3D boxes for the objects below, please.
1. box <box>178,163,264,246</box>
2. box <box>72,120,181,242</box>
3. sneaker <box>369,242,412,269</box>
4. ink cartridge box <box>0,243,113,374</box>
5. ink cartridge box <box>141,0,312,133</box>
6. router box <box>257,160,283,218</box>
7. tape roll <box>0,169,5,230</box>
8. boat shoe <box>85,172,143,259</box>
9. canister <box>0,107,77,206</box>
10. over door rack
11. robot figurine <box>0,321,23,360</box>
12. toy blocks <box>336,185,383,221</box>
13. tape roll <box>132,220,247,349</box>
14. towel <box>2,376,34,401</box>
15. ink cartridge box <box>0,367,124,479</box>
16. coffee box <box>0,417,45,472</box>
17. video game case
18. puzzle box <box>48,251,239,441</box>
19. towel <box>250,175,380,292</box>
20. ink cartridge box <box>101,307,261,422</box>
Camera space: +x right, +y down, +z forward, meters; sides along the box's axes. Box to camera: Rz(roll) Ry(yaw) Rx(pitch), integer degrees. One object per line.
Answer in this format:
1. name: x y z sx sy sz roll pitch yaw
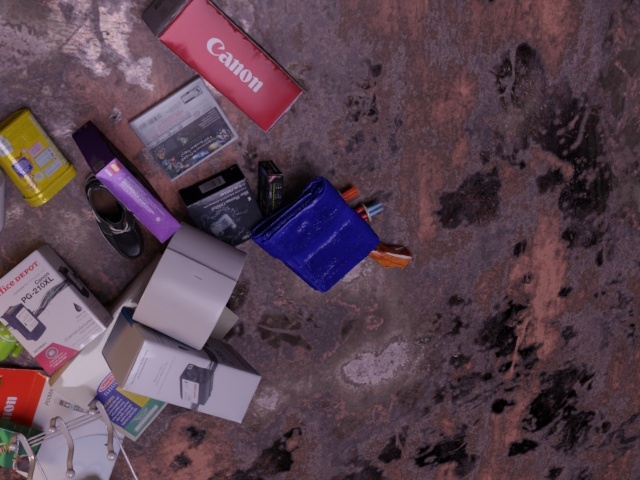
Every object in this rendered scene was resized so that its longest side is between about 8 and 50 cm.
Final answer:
1. box: -0.229 -0.070 1.859 0.155 0.093 0.158 -27 124 -7
2. box: -0.410 -0.129 1.634 0.057 0.293 0.201 -42 124 -4
3. sneaker: 0.166 0.043 2.097 0.175 0.064 0.067 17 119 -25
4. ink cartridge box: -0.617 0.152 1.767 0.172 0.100 0.237 -39 99 2
5. ink cartridge box: -0.192 -0.377 1.603 0.130 0.272 0.309 -47 122 7
6. router box: -0.121 -0.119 1.876 0.038 0.092 0.123 -6 118 -19
7. tape roll: -0.765 -0.082 1.526 0.286 0.286 0.100 0 116 -22
8. boat shoe: -0.471 -0.043 1.787 0.084 0.079 0.233 -25 124 -9
9. canister: -0.611 -0.176 1.640 0.126 0.073 0.170 -52 127 -33
10. over door rack: -0.561 0.565 1.862 0.239 0.108 0.324 -23 107 7
11. robot figurine: -0.747 0.234 1.828 0.101 0.067 0.115 34 100 -20
12. toy blocks: 0.081 -0.087 1.997 0.148 0.054 0.123 -27 124 -7
13. tape roll: -0.291 0.102 1.752 0.169 0.246 0.246 27 105 -9
14. towel: -0.753 0.363 1.929 0.083 0.009 0.060 33 102 -31
15. ink cartridge box: -0.687 0.477 1.961 0.384 0.091 0.308 12 112 -31
16. coffee box: -0.782 0.493 1.907 0.184 0.040 0.113 24 108 -16
17. video game case: -0.308 -0.252 1.774 0.190 0.022 0.173 -34 123 -3
18. puzzle box: -0.429 0.264 1.921 0.409 0.052 0.272 -49 120 -7
19. towel: 0.000 0.000 1.917 0.227 0.076 0.308 -38 139 8
20. ink cartridge box: -0.325 0.291 1.822 0.307 0.223 0.129 24 92 -30
